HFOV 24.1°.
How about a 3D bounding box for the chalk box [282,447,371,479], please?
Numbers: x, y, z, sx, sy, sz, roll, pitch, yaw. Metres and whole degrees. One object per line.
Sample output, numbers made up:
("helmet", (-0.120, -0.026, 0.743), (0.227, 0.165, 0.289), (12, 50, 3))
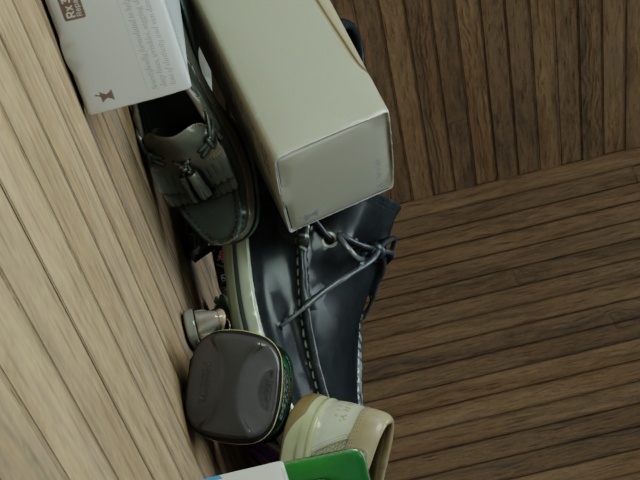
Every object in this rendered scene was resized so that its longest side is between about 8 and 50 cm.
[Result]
("chalk box", (0.021, 0.311, 1.206), (0.179, 0.180, 0.289), (-62, 140, -88))

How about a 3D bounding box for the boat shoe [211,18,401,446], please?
("boat shoe", (0.000, 0.000, 1.501), (0.187, 0.156, 0.500), (32, 49, -67))

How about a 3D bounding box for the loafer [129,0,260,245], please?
("loafer", (-0.136, -0.114, 1.336), (0.267, 0.096, 0.084), (70, 22, -7))

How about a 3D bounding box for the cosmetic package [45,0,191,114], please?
("cosmetic package", (-0.155, -0.212, 1.122), (0.231, 0.085, 0.117), (-104, 179, -46))

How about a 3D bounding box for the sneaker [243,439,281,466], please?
("sneaker", (-0.041, 0.282, 1.636), (0.170, 0.071, 0.068), (61, -15, -13))

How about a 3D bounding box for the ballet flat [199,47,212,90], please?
("ballet flat", (-0.106, -0.093, 1.826), (0.400, 0.139, 0.139), (69, 6, -47))

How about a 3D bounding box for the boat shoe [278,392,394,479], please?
("boat shoe", (0.014, 0.292, 1.370), (0.109, 0.098, 0.302), (-22, 119, -65))

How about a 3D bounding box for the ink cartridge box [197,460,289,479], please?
("ink cartridge box", (-0.049, 0.225, 0.964), (0.143, 0.092, 0.090), (78, -1, -49))

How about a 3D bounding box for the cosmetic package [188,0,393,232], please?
("cosmetic package", (-0.048, -0.184, 1.382), (0.160, 0.113, 0.309), (81, -17, -67))

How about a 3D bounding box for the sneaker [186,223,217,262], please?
("sneaker", (-0.123, -0.034, 1.581), (0.077, 0.072, 0.178), (53, 7, -9))

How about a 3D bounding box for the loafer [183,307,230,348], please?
("loafer", (-0.101, 0.086, 1.410), (0.125, 0.039, 0.045), (71, 5, -79))

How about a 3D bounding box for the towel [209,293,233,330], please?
("towel", (-0.021, 0.198, 1.690), (0.248, 0.038, 0.325), (59, 2, 20))

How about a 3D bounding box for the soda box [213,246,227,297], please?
("soda box", (-0.093, 0.055, 1.889), (0.169, 0.053, 0.060), (75, 1, -69))

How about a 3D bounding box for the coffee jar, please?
("coffee jar", (-0.068, 0.129, 1.299), (0.184, 0.079, 0.096), (65, 32, -82))
